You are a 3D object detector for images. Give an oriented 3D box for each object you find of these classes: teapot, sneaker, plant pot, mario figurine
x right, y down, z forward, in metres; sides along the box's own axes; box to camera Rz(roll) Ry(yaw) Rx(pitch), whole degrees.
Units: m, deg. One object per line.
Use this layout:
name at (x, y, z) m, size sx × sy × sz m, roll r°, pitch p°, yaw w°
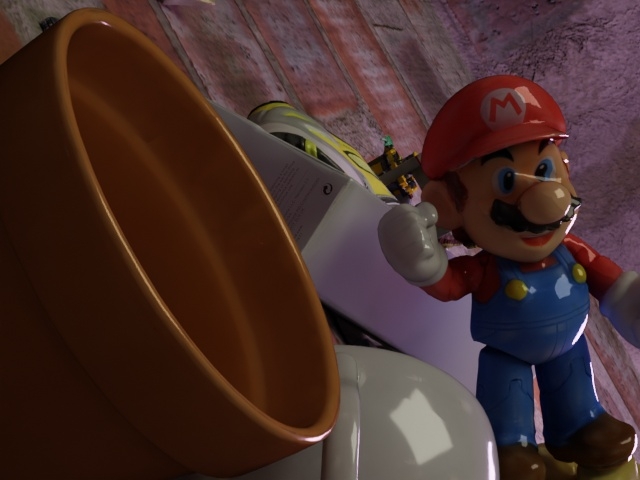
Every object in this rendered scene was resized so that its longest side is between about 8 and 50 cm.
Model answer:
teapot at (0.010, 0.201, 1.301) m, size 0.256 × 0.252 × 0.187 m, roll 32°, pitch 43°, yaw -35°
sneaker at (0.051, 0.000, 1.952) m, size 0.385 × 0.145 × 0.147 m, roll 53°, pitch 17°, yaw -30°
plant pot at (-0.148, 0.036, 1.130) m, size 0.291 × 0.203 × 0.291 m, roll 53°, pitch 17°, yaw -24°
mario figurine at (0.161, 0.033, 1.418) m, size 0.198 × 0.170 × 0.321 m, roll -29°, pitch 111°, yaw -55°

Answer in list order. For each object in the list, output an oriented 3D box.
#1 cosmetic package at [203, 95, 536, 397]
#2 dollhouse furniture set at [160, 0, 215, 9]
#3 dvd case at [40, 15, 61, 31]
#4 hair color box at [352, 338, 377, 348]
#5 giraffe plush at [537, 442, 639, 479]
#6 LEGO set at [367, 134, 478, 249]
cosmetic package at (0.000, 0.000, 1.596) m, size 0.284 × 0.097 × 0.377 m, roll 33°, pitch -1°, yaw 39°
dollhouse furniture set at (-0.178, -0.337, 1.941) m, size 0.183 × 0.129 × 0.129 m, roll 1°, pitch 55°, yaw -38°
dvd case at (-0.198, -0.139, 1.651) m, size 0.119 × 0.013 × 0.087 m, roll 63°, pitch 15°, yaw 7°
hair color box at (0.072, 0.271, 1.591) m, size 0.174 × 0.105 × 0.347 m, roll 46°, pitch 20°, yaw -41°
giraffe plush at (0.187, 0.271, 1.487) m, size 0.210 × 0.181 × 0.171 m, roll -158°, pitch -122°, yaw -69°
LEGO set at (0.168, 0.003, 2.222) m, size 0.331 × 0.192 × 0.255 m, roll 62°, pitch 15°, yaw 7°
